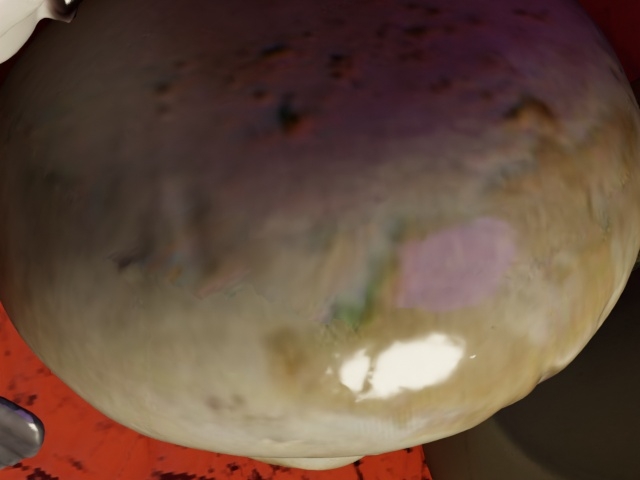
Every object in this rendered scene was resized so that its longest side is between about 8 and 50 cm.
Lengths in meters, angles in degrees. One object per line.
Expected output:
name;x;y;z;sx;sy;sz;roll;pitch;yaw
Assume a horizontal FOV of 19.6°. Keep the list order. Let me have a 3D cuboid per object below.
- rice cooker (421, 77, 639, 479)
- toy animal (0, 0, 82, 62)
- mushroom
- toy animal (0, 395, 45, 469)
rice cooker;0.230;0.088;0.849;0.325;0.335;0.335;52;59;-37
toy animal;-0.176;-0.116;0.523;0.156;0.208;0.204;-36;129;6
mushroom;0.000;0.000;0.700;0.243;0.243;0.243;-6;98;-45
toy animal;-0.188;0.047;0.473;0.185;0.122;0.298;57;23;11
